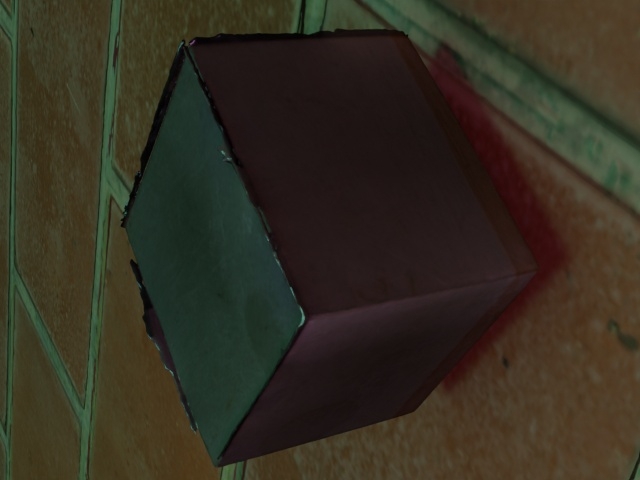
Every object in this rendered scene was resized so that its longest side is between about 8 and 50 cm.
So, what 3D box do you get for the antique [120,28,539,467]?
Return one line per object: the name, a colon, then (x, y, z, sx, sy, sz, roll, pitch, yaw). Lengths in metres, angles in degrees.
antique: (0.000, 0.000, 0.508, 0.152, 0.148, 0.147, 66, 148, 26)
